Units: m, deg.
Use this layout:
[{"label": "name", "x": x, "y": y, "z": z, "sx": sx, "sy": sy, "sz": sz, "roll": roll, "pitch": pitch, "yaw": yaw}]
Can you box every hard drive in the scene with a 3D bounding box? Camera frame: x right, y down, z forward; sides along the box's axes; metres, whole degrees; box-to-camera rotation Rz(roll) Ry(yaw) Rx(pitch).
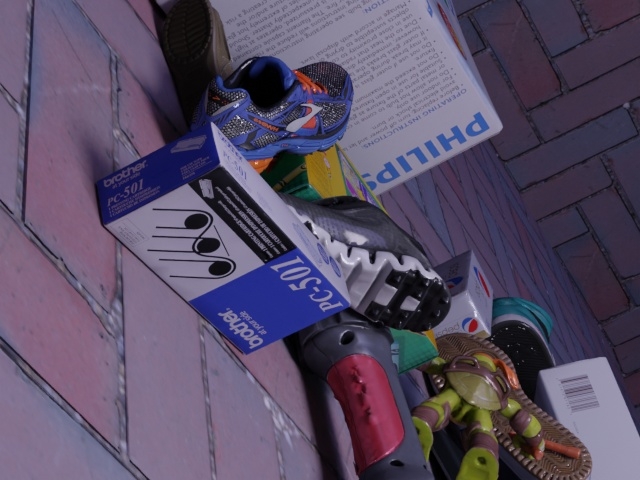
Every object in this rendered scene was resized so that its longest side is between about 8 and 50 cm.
[{"label": "hard drive", "x": 0.163, "y": 0.268, "z": 1.570, "sx": 0.094, "sy": 0.022, "sz": 0.135, "roll": 49, "pitch": 8, "yaw": -37}]

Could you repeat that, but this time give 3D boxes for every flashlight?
[{"label": "flashlight", "x": 0.037, "y": 0.160, "z": 1.221, "sx": 0.103, "sy": 0.103, "sz": 0.304, "roll": 88, "pitch": -12, "yaw": -47}]

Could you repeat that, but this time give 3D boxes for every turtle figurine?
[{"label": "turtle figurine", "x": 0.162, "y": 0.173, "z": 1.525, "sx": 0.269, "sy": 0.087, "sz": 0.217, "roll": 37, "pitch": 27, "yaw": -3}]

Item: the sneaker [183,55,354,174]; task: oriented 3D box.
[{"label": "sneaker", "x": -0.034, "y": -0.120, "z": 1.282, "sx": 0.083, "sy": 0.087, "sz": 0.221, "roll": 27, "pitch": 32, "yaw": 19}]

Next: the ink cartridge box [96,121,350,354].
[{"label": "ink cartridge box", "x": -0.067, "y": 0.004, "z": 1.091, "sx": 0.207, "sy": 0.097, "sz": 0.046, "roll": 49, "pitch": 20, "yaw": -49}]

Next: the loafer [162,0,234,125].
[{"label": "loafer", "x": -0.107, "y": -0.157, "z": 1.347, "sx": 0.050, "sy": 0.056, "sz": 0.148, "roll": 42, "pitch": 36, "yaw": -60}]

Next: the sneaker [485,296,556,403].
[{"label": "sneaker", "x": 0.284, "y": 0.197, "z": 2.050, "sx": 0.178, "sy": 0.124, "sz": 0.295, "roll": -90, "pitch": 161, "yaw": -65}]

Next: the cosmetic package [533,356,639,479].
[{"label": "cosmetic package", "x": 0.349, "y": 0.374, "z": 1.781, "sx": 0.284, "sy": 0.098, "sz": 0.377, "roll": 91, "pitch": -14, "yaw": -54}]

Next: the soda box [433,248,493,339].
[{"label": "soda box", "x": 0.180, "y": 0.080, "z": 1.947, "sx": 0.069, "sy": 0.074, "sz": 0.216, "roll": 62, "pitch": 13, "yaw": -8}]

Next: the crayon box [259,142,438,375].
[{"label": "crayon box", "x": 0.011, "y": -0.005, "z": 1.442, "sx": 0.278, "sy": 0.081, "sz": 0.165, "roll": 52, "pitch": 18, "yaw": -40}]

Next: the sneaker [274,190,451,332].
[{"label": "sneaker", "x": 0.000, "y": 0.000, "z": 1.266, "sx": 0.234, "sy": 0.078, "sz": 0.106, "roll": 22, "pitch": 29, "yaw": -20}]

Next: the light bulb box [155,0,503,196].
[{"label": "light bulb box", "x": -0.008, "y": -0.286, "z": 1.587, "sx": 0.361, "sy": 0.225, "sz": 0.358, "roll": 50, "pitch": 19, "yaw": -42}]

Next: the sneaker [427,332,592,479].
[{"label": "sneaker", "x": 0.211, "y": 0.239, "z": 1.727, "sx": 0.282, "sy": 0.099, "sz": 0.153, "roll": 48, "pitch": -27, "yaw": 44}]
